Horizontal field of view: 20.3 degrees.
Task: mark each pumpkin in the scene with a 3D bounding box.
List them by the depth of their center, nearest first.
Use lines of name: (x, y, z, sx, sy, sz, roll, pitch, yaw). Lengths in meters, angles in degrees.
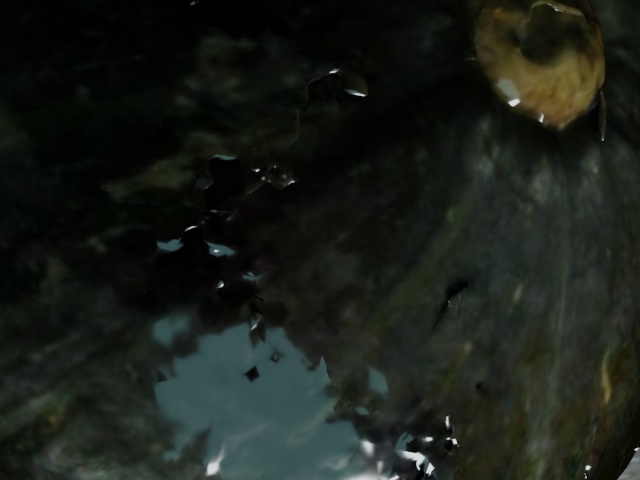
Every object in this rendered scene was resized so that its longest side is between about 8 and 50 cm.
pumpkin: (-0.020, -0.042, 0.807, 0.454, 0.454, 0.344, 21, 161, -37)
